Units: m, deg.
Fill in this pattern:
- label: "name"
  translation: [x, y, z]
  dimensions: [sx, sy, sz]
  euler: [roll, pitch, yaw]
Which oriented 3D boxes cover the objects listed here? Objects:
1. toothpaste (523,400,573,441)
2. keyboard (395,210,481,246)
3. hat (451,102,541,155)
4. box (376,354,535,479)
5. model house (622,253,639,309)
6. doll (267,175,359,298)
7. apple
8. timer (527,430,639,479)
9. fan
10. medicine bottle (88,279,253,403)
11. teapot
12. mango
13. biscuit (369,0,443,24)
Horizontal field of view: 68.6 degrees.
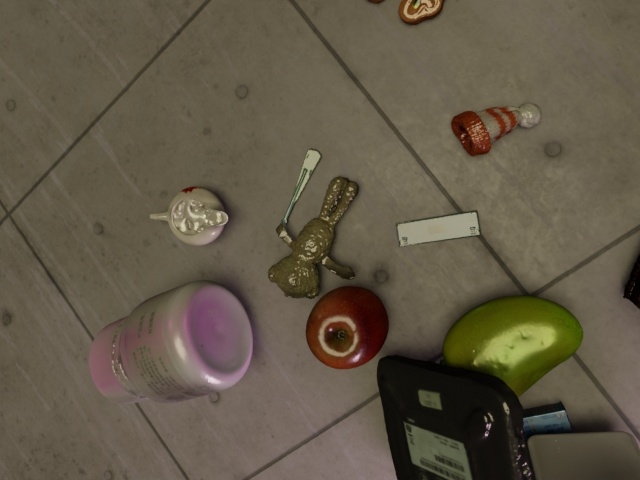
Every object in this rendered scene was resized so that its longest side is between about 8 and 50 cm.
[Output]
- label: "toothpaste"
  translation: [0.391, 0.412, 1.010]
  dimensions: [0.273, 0.053, 0.066]
  euler: [-19, 86, 18]
- label: "keyboard"
  translation: [0.256, -0.025, 1.026]
  dimensions: [0.176, 0.014, 0.055]
  euler: [-9, 92, 17]
- label: "hat"
  translation: [0.360, -0.238, 0.942]
  dimensions: [0.163, 0.112, 0.093]
  euler: [-25, 116, 7]
- label: "box"
  translation: [0.256, 0.411, 0.929]
  dimensions: [0.359, 0.091, 0.349]
  euler: [-6, 99, 57]
- label: "model house"
  translation: [0.691, 0.025, 0.790]
  dimensions: [0.282, 0.298, 0.316]
  euler: [40, 117, 55]
- label: "doll"
  translation: [-0.017, -0.006, 1.076]
  dimensions: [0.203, 0.091, 0.285]
  euler: [3, 95, 5]
- label: "apple"
  translation: [0.060, 0.188, 1.026]
  dimensions: [0.181, 0.168, 0.180]
  euler: [0, 91, 13]
- label: "timer"
  translation: [0.514, 0.502, 0.881]
  dimensions: [0.193, 0.194, 0.194]
  euler: [-10, 116, 17]
- label: "fan"
  translation: [-0.049, -0.124, 1.104]
  dimensions: [0.038, 0.016, 0.193]
  euler: [26, 101, 10]
- label: "medicine bottle"
  translation: [-0.352, 0.252, 1.106]
  dimensions: [0.325, 0.256, 0.255]
  euler: [-23, 89, 25]
- label: "teapot"
  translation: [-0.310, -0.058, 1.148]
  dimensions: [0.227, 0.092, 0.144]
  euler: [-1, 92, 18]
- label: "mango"
  translation: [0.368, 0.209, 0.945]
  dimensions: [0.273, 0.149, 0.185]
  euler: [-48, 69, 17]
- label: "biscuit"
  translation: [0.232, -0.620, 0.959]
  dimensions: [0.202, 0.047, 0.333]
  euler: [40, 104, 9]
